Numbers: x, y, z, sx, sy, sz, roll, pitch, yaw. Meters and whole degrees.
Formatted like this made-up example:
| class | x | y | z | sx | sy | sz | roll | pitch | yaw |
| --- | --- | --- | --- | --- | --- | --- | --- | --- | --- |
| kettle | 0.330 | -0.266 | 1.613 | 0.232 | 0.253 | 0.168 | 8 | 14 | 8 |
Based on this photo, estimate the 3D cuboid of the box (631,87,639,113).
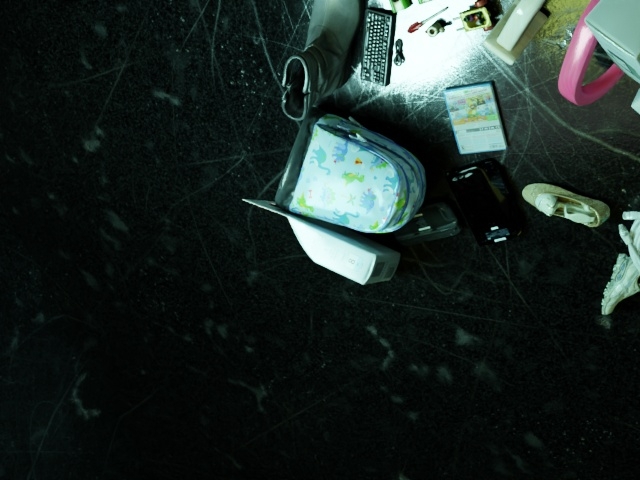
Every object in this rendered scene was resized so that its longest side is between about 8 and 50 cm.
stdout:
| class | x | y | z | sx | sy | sz | roll | pitch | yaw |
| --- | --- | --- | --- | --- | --- | --- | --- | --- | --- |
| box | 0.741 | -0.273 | 1.626 | 0.170 | 0.091 | 0.130 | 42 | 134 | -1 |

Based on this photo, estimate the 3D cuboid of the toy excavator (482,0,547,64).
| class | x | y | z | sx | sy | sz | roll | pitch | yaw |
| --- | --- | --- | --- | --- | --- | --- | --- | --- | --- |
| toy excavator | 0.459 | -0.539 | 1.500 | 0.222 | 0.433 | 0.445 | 39 | 106 | 3 |

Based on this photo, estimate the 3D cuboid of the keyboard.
| class | x | y | z | sx | sy | sz | roll | pitch | yaw |
| --- | --- | --- | --- | --- | --- | --- | --- | --- | --- |
| keyboard | 0.146 | -0.454 | 1.925 | 0.108 | 0.023 | 0.180 | 19 | 131 | 20 |

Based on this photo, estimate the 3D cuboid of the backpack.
| class | x | y | z | sx | sy | sz | roll | pitch | yaw |
| --- | --- | --- | --- | --- | --- | --- | --- | --- | --- |
| backpack | 0.087 | -0.150 | 2.037 | 0.356 | 0.273 | 0.290 | 22 | 100 | 1 |

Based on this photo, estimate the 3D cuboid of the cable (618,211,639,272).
| class | x | y | z | sx | sy | sz | roll | pitch | yaw |
| --- | --- | --- | --- | --- | --- | --- | --- | --- | --- |
| cable | 0.816 | 0.010 | 1.785 | 0.257 | 0.089 | 0.257 | -11 | 116 | 37 |

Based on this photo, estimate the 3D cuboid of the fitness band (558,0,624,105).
| class | x | y | z | sx | sy | sz | roll | pitch | yaw |
| --- | --- | --- | --- | --- | --- | --- | --- | --- | --- |
| fitness band | 0.558 | -0.389 | 1.562 | 0.054 | 0.209 | 0.290 | 43 | 150 | 28 |

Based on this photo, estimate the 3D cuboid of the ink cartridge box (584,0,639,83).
| class | x | y | z | sx | sy | sz | roll | pitch | yaw |
| --- | --- | --- | --- | --- | --- | --- | --- | --- | --- |
| ink cartridge box | 0.613 | -0.397 | 1.435 | 0.121 | 0.289 | 0.211 | 47 | 109 | 26 |

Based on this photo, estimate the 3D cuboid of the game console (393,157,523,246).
| class | x | y | z | sx | sy | sz | roll | pitch | yaw |
| --- | --- | --- | --- | --- | --- | --- | --- | --- | --- |
| game console | 0.326 | -0.072 | 2.072 | 0.361 | 0.044 | 0.213 | -15 | 111 | 38 |

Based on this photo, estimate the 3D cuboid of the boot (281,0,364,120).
| class | x | y | z | sx | sy | sz | roll | pitch | yaw |
| --- | --- | --- | --- | --- | --- | --- | --- | --- | --- |
| boot | -0.001 | -0.458 | 1.877 | 0.118 | 0.222 | 0.338 | 17 | 129 | 23 |

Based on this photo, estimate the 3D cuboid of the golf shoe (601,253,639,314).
| class | x | y | z | sx | sy | sz | roll | pitch | yaw |
| --- | --- | --- | --- | --- | --- | --- | --- | --- | --- |
| golf shoe | 0.728 | 0.118 | 1.936 | 0.086 | 0.069 | 0.176 | 19 | 131 | 13 |

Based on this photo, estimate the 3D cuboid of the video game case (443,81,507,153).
| class | x | y | z | sx | sy | sz | roll | pitch | yaw |
| --- | --- | --- | --- | --- | --- | --- | --- | --- | --- |
| video game case | 0.365 | -0.286 | 1.910 | 0.119 | 0.015 | 0.166 | -2 | 120 | 35 |

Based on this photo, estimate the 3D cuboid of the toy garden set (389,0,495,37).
| class | x | y | z | sx | sy | sz | roll | pitch | yaw |
| --- | --- | --- | --- | --- | --- | --- | --- | --- | --- |
| toy garden set | 0.258 | -0.534 | 1.776 | 0.244 | 0.049 | 0.203 | -7 | 117 | 36 |

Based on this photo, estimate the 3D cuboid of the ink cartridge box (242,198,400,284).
| class | x | y | z | sx | sy | sz | roll | pitch | yaw |
| --- | --- | --- | --- | --- | --- | --- | --- | --- | --- |
| ink cartridge box | 0.000 | 0.000 | 2.155 | 0.385 | 0.308 | 0.091 | 23 | 97 | 16 |

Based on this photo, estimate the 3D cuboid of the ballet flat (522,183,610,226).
| class | x | y | z | sx | sy | sz | roll | pitch | yaw |
| --- | --- | --- | --- | --- | --- | --- | --- | --- | --- |
| ballet flat | 0.568 | -0.081 | 1.891 | 0.206 | 0.067 | 0.073 | 15 | 129 | 24 |
